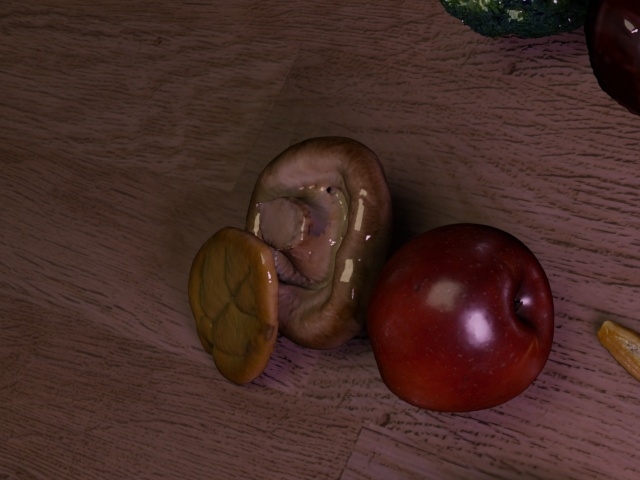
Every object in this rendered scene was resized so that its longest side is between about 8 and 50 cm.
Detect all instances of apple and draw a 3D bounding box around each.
[{"bbox_3d":[0.162,0.091,1.730,0.201,0.218,0.218,-13,58,27],"label":"apple"}]

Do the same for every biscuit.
[{"bbox_3d":[-0.114,0.078,1.960,0.260,0.041,0.203,-52,52,54],"label":"biscuit"}]

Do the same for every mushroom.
[{"bbox_3d":[0.000,0.000,1.933,0.278,0.146,0.278,-14,70,44],"label":"mushroom"}]

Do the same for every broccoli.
[{"bbox_3d":[0.276,-0.384,1.907,0.294,0.245,0.265,-30,27,-12],"label":"broccoli"}]

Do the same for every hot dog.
[{"bbox_3d":[0.366,0.136,1.683,0.137,0.028,0.044,45,121,44],"label":"hot dog"}]

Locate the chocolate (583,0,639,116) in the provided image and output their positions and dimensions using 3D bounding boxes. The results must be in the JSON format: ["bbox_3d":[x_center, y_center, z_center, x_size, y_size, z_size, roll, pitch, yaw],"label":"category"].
[{"bbox_3d":[0.511,-0.254,1.590,0.331,0.383,0.384,28,83,36],"label":"chocolate"}]
